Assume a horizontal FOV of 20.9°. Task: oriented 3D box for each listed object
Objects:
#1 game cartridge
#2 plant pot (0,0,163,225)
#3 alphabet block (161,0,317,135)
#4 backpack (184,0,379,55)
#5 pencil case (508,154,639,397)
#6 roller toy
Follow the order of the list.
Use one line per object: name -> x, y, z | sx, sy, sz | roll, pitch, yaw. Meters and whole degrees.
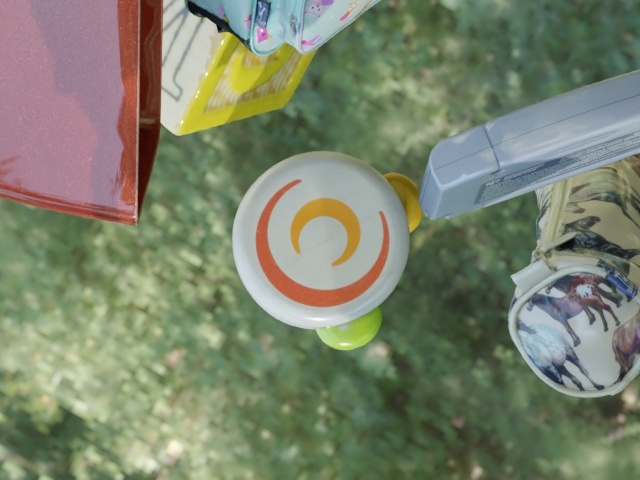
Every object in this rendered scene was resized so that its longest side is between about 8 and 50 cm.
game cartridge -> 0.246, -0.103, 1.762 | 0.198, 0.297, 0.062 | 88, 163, -75
plant pot -> -0.249, -0.180, 1.367 | 0.235, 0.267, 0.267 | 3, -162, -3
alphabet block -> -0.112, -0.245, 1.669 | 0.197, 0.193, 0.192 | 42, -146, 19
backpack -> -0.015, -0.246, 1.295 | 0.144, 0.166, 0.188 | 31, 142, 29
pencil case -> 0.317, 0.000, 2.039 | 0.160, 0.410, 0.184 | -19, 114, 21
roller toy -> 0.000, 0.000, 1.910 | 0.191, 0.209, 0.146 | 22, 175, 0
